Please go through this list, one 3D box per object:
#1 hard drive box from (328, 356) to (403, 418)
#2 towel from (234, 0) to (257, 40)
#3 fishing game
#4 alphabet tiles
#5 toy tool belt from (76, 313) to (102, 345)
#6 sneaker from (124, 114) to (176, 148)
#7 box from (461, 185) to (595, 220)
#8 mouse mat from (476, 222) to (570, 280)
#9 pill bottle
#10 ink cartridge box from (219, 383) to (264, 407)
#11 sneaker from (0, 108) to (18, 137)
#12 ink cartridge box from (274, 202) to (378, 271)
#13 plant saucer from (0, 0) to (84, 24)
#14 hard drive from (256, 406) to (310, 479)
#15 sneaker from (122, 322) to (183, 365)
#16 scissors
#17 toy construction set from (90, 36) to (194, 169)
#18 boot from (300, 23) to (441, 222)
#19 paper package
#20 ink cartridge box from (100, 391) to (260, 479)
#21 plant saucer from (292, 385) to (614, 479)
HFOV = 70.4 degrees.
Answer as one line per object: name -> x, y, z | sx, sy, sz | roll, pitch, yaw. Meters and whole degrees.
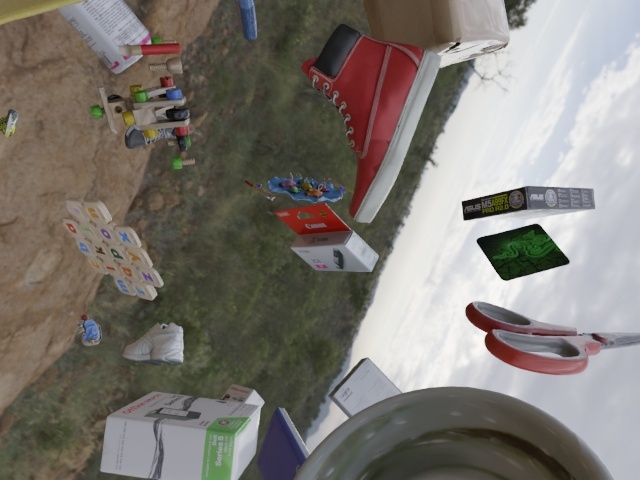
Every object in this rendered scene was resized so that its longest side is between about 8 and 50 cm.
hard drive box -> 0.172, 0.544, 1.533 | 0.181, 0.232, 0.089 | -42, 173, -21
towel -> -0.129, -0.410, 0.770 | 0.120, 0.029, 0.067 | 90, -19, -52
fishing game -> -0.037, -0.133, 1.101 | 0.263, 0.189, 0.041 | -6, 116, -34
alphabet tiles -> -0.495, 0.024, 1.082 | 0.021, 0.277, 0.284 | -51, 135, -41
toy tool belt -> -0.566, 0.215, 1.108 | 0.052, 0.083, 0.051 | -17, 171, -31
sneaker -> -0.609, -0.402, 1.688 | 0.229, 0.132, 0.086 | -56, 155, -44
box -> 0.558, -0.096, 1.228 | 0.216, 0.269, 0.060 | -13, -99, 63
mouse mat -> 0.520, 0.027, 1.173 | 0.007, 0.189, 0.153 | 84, -10, -47
pill bottle -> -0.626, -0.638, 1.283 | 0.283, 0.160, 0.160 | 52, 53, -35
ink cartridge box -> -0.223, 0.440, 1.149 | 0.135, 0.099, 0.056 | -51, 122, -37
sneaker -> -0.728, -0.274, 1.050 | 0.083, 0.035, 0.031 | -44, -156, 37
ink cartridge box -> 0.000, 0.000, 1.335 | 0.275, 0.239, 0.060 | -4, -130, 53
plant saucer -> -0.432, -0.434, 0.516 | 0.081, 0.332, 0.333 | -108, -177, -54
hard drive -> -0.116, 0.692, 1.403 | 0.318, 0.040, 0.210 | 22, -87, 68
sneaker -> -0.260, 0.165, 0.719 | 0.053, 0.152, 0.061 | 28, 59, -42
scissors -> 0.279, 0.109, 0.461 | 0.109, 0.296, 0.021 | -126, -130, -67
toy construction set -> -0.474, -0.370, 1.172 | 0.309, 0.237, 0.258 | 106, -33, -51
boot -> 0.041, -0.159, 0.629 | 0.088, 0.176, 0.245 | -48, 157, -80
paper package -> 0.202, -0.493, 0.826 | 0.309, 0.168, 0.325 | -30, 109, -49
ink cartridge box -> -0.287, 0.417, 0.971 | 0.198, 0.272, 0.115 | 38, 57, -82
plant saucer -> 0.138, 0.348, 0.532 | 0.101, 0.400, 0.400 | 68, 27, -19
